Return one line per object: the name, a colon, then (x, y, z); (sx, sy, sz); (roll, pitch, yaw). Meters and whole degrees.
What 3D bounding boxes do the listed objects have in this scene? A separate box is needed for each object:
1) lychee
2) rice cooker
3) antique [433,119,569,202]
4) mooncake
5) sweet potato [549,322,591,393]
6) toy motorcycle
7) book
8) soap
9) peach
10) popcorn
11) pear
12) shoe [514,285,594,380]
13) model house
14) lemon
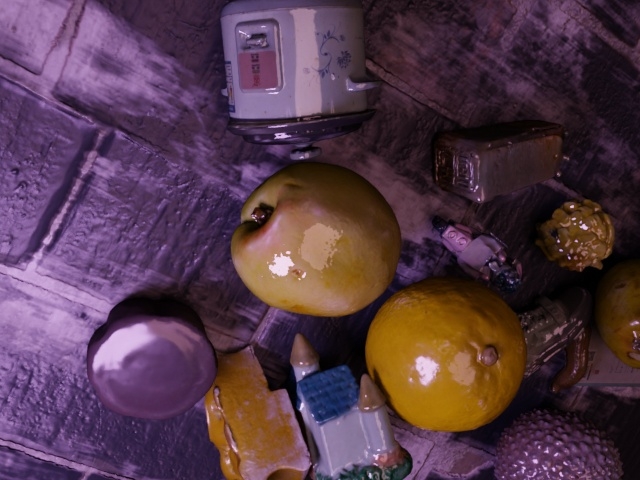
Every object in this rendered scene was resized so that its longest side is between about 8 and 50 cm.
lychee: (0.572, 0.553, 1.564); (0.300, 0.300, 0.300); (-5, 108, -16)
rice cooker: (-0.043, -0.288, 1.122); (0.317, 0.264, 0.316); (7, 108, 22)
antique: (0.396, -0.178, 1.371); (0.284, 0.150, 0.125); (-14, 114, -22)
mooncake: (-0.324, 0.225, 1.250); (0.245, 0.133, 0.245); (-5, 108, -15)
sweet potato: (0.625, 0.283, 1.603); (0.062, 0.081, 0.233); (-7, 109, -35)
toy motorcycle: (0.354, 0.039, 1.374); (0.239, 0.204, 0.108); (17, 108, -19)
book: (0.769, 0.285, 1.678); (0.283, 0.025, 0.214); (6, 105, -19)
soap: (-0.159, 0.427, 1.417); (0.169, 0.304, 0.338); (-14, 149, -20)
peach: (-0.002, -0.001, 1.205); (0.316, 0.314, 0.281); (14, 86, -23)
popcorn: (0.575, -0.010, 1.469); (0.173, 0.142, 0.173); (4, 112, 11)
pear: (0.771, 0.167, 1.504); (0.321, 0.269, 0.269); (-19, 116, -49)
shoe: (0.503, 0.198, 1.518); (0.149, 0.109, 0.293); (39, 96, -29)
model house: (0.032, 0.330, 1.345); (0.194, 0.267, 0.325); (-18, 100, -17)
lemon: (0.259, 0.232, 1.334); (0.348, 0.348, 0.348); (-5, 108, -16)
